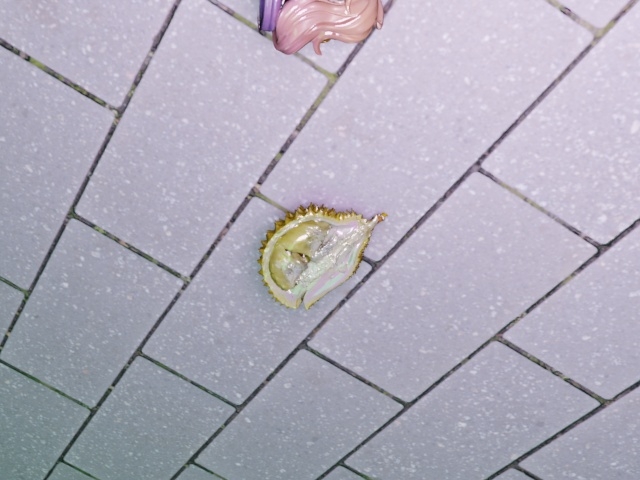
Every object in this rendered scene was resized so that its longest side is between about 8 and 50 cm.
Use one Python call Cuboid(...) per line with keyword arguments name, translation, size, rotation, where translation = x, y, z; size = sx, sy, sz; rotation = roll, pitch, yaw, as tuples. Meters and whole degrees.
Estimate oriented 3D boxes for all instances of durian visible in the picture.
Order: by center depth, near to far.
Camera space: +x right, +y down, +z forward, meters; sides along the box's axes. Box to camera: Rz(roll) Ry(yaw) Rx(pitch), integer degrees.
Cuboid(name="durian", translation=(0.000, 0.000, 1.356), size=(0.208, 0.102, 0.146), rotation=(-28, 123, 10))

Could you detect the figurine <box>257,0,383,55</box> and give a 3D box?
Cuboid(name="figurine", translation=(-0.007, -0.267, 1.092), size=(0.157, 0.114, 0.126), rotation=(24, 169, -11))
